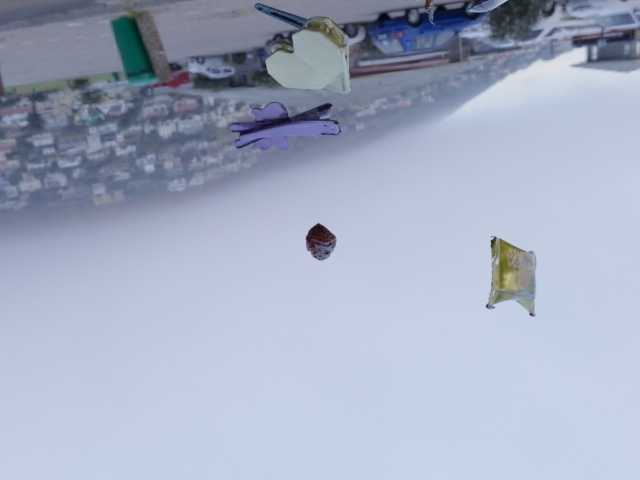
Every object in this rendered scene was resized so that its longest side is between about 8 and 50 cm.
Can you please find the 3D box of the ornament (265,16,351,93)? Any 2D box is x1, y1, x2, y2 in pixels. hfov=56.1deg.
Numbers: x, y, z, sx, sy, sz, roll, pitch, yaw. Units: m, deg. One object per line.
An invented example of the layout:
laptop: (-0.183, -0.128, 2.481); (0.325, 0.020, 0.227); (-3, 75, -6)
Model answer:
ornament: (-0.003, -0.361, 1.235); (0.201, 0.180, 0.059); (-11, -129, 54)

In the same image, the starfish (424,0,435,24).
starfish: (0.197, -0.467, 1.139); (0.041, 0.133, 0.130); (-37, -139, 18)

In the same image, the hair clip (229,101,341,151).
hair clip: (-0.081, -0.281, 1.506); (0.279, 0.137, 0.090); (-2, -137, 11)

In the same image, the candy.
candy: (0.501, 0.099, 1.546); (0.081, 0.187, 0.297); (0, 172, 38)

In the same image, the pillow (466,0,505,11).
pillow: (0.427, -0.599, 1.476); (0.091, 0.055, 0.136); (24, -128, 37)

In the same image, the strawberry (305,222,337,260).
strawberry: (0.000, 0.000, 1.536); (0.083, 0.083, 0.096); (-8, -134, -2)

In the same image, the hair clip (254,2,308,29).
hair clip: (-0.068, -0.624, 1.730); (0.275, 0.048, 0.083); (25, -156, 16)
